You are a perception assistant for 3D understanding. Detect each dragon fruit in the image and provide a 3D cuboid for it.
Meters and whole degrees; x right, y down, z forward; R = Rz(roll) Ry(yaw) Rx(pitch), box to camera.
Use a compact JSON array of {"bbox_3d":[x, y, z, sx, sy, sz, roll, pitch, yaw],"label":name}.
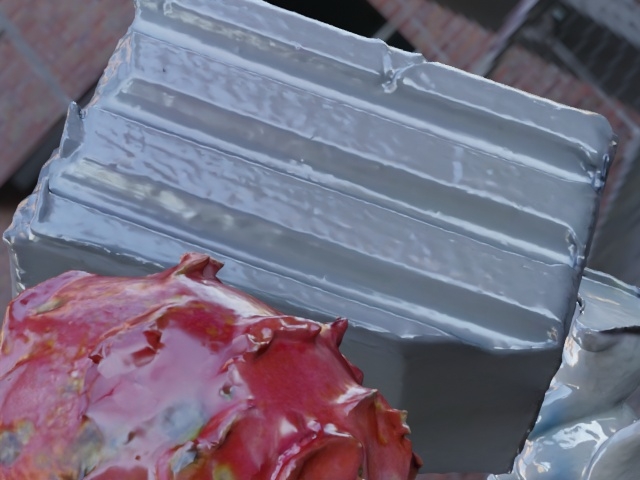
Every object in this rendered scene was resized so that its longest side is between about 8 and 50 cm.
[{"bbox_3d":[-0.084,0.108,0.742,0.268,0.205,0.210,1,74,29],"label":"dragon fruit"}]

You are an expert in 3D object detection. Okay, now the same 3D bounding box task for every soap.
[{"bbox_3d":[0.000,0.000,1.325,0.350,0.435,0.213,-72,-2,-46],"label":"soap"}]

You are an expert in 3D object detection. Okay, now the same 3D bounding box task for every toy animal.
[{"bbox_3d":[0.286,0.167,1.712,0.249,0.174,0.289,-90,16,-52],"label":"toy animal"}]
